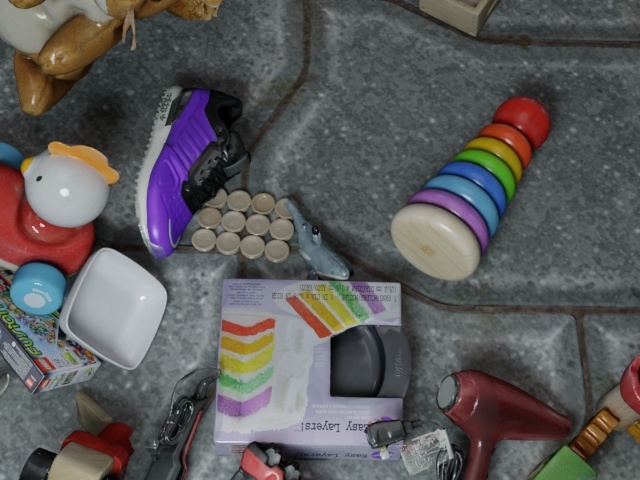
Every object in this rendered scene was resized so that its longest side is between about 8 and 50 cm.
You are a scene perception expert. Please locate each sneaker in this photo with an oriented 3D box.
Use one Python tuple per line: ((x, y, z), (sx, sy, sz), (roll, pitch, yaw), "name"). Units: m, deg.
((-0.016, 0.383, 1.359), (0.276, 0.097, 0.135), (40, 86, 4), "sneaker")
((-0.180, -0.109, 1.599), (0.146, 0.102, 0.293), (4, 62, 9), "sneaker")

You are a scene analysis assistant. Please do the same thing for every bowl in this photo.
((-0.292, 0.096, 1.495), (0.053, 0.142, 0.142), (-8, 52, 45), "bowl")

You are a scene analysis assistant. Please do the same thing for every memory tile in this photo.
((-0.112, -0.024, 1.617), (0.148, 0.012, 0.113), (9, 62, 3), "memory tile")

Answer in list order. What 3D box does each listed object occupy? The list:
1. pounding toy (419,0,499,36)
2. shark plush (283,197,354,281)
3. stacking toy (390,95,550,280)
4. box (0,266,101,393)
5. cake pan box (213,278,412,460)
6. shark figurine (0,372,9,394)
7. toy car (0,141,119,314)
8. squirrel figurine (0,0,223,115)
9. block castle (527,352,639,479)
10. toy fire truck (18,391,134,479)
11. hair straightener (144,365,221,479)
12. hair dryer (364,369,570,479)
((0.256, -0.423, 1.809), (0.130, 0.100, 0.141), (30, 76, 14), "pounding toy")
((0.000, 0.000, 1.577), (0.073, 0.067, 0.161), (-16, 64, -10), "shark plush")
((0.241, -0.099, 1.612), (0.141, 0.141, 0.330), (30, 60, 13), "stacking toy")
((-0.406, 0.117, 1.479), (0.207, 0.114, 0.036), (45, 113, 19), "box")
((-0.009, 0.175, 1.485), (0.267, 0.070, 0.245), (3, 64, -1), "cake pan box")
((-0.538, 0.133, 1.466), (0.116, 0.166, 0.278), (-31, 93, -28), "shark figurine")
((-0.374, -0.067, 1.457), (0.210, 0.238, 0.219), (28, 39, -21), "toy car")
((-0.300, -0.406, 1.611), (0.397, 0.371, 0.281), (-44, 113, -47), "squirrel figurine")
((0.362, 0.375, 1.284), (0.453, 0.213, 0.303), (-39, 77, -24), "block castle")
((-0.297, 0.313, 1.357), (0.159, 0.217, 0.246), (19, 21, 8), "toy fire truck")
((-0.187, 0.265, 1.392), (0.047, 0.089, 0.230), (20, 75, 21), "hair straightener")
((0.201, 0.282, 1.429), (0.294, 0.080, 0.223), (-22, 102, -18), "hair dryer")
